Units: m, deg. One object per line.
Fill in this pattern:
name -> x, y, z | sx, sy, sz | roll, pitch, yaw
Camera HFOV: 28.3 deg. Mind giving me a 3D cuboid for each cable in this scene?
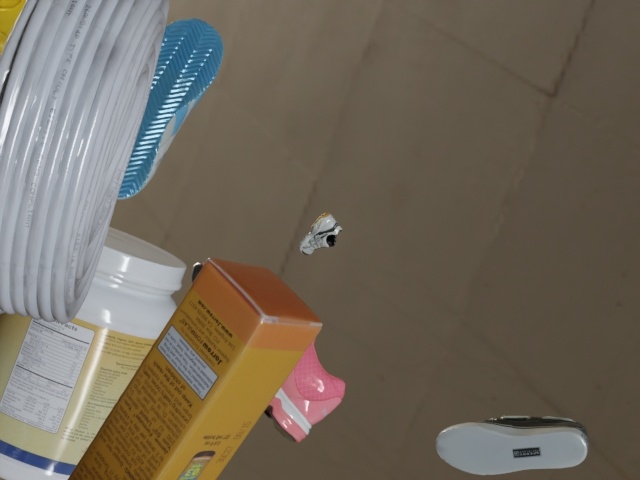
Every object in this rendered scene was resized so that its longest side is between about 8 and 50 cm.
cable -> -0.173, -0.071, 0.857 | 0.257, 0.089, 0.257 | 116, -9, -54

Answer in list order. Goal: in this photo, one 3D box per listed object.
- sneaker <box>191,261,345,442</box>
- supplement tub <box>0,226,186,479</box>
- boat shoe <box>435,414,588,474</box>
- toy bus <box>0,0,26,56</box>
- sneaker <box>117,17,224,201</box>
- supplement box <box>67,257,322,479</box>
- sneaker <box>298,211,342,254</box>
sneaker -> -0.078, 0.148, 1.921 | 0.314, 0.136, 0.116 | 54, -10, 13
supplement tub -> -0.317, 0.143, 1.635 | 0.228, 0.228, 0.316 | 29, -82, 60
boat shoe -> 0.280, 0.295, 1.857 | 0.070, 0.219, 0.077 | -54, 142, -69
toy bus -> -0.362, -0.228, 1.492 | 0.211, 0.149, 0.220 | -56, 173, -34
sneaker -> -0.190, -0.148, 1.418 | 0.228, 0.087, 0.092 | -59, -169, -12
supplement box -> -0.101, 0.128, 0.946 | 0.080, 0.078, 0.233 | 42, -73, 32
sneaker -> 0.000, 0.000, 1.651 | 0.037, 0.032, 0.083 | 44, -39, 8
